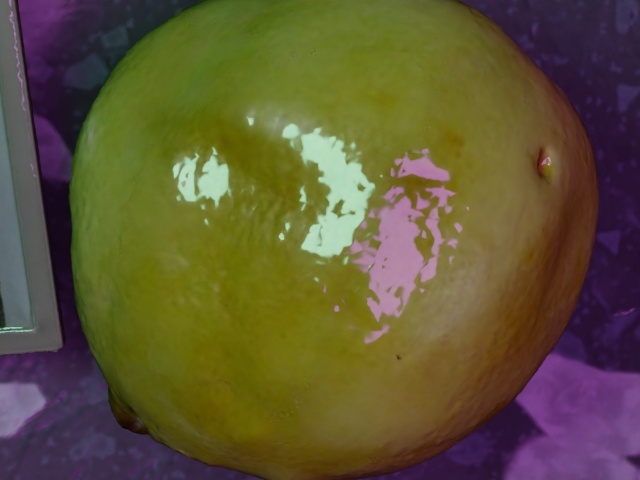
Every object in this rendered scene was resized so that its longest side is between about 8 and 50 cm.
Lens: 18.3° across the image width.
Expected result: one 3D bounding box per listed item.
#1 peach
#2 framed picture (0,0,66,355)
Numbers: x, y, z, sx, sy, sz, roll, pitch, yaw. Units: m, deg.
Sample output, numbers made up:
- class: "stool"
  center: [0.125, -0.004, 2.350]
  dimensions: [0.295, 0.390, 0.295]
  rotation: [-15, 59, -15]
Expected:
- class: "peach"
  center: [0.008, -0.003, 1.249]
  dimensions: [0.314, 0.281, 0.316]
  rotation: [19, 90, 13]
- class: "framed picture"
  center: [-0.291, -0.070, 1.227]
  dimensions: [0.232, 0.024, 0.315]
  rotation: [-5, 109, 1]
